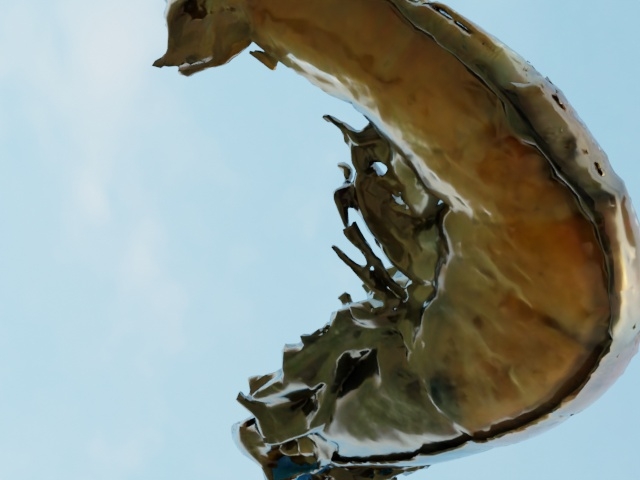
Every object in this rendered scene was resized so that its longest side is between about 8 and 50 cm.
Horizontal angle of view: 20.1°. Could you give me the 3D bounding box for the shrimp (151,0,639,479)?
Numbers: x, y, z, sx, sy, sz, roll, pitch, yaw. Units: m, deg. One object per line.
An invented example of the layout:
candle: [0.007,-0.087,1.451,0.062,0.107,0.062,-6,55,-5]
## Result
shrimp: [0.000,0.000,0.701,0.222,0.054,0.290,48,-36,4]
